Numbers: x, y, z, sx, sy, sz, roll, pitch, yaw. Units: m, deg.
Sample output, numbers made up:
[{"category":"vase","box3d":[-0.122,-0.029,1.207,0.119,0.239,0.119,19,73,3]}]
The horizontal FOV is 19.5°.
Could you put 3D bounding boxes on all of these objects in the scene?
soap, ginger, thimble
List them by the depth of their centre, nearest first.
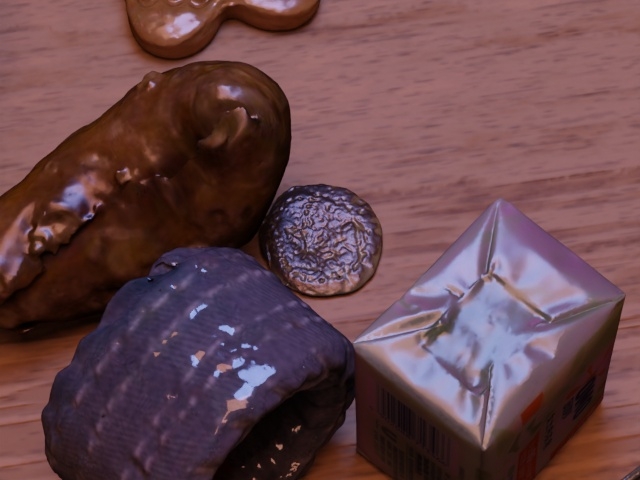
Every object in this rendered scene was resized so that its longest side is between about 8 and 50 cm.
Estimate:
[{"category":"thimble","box3d":[-0.097,0.128,1.470,0.172,0.205,0.236,38,97,24]},{"category":"soap","box3d":[0.131,0.104,1.474,0.138,0.199,0.182,37,68,21]},{"category":"ginger","box3d":[-0.157,-0.028,1.569,0.321,0.172,0.165,-35,80,6]}]

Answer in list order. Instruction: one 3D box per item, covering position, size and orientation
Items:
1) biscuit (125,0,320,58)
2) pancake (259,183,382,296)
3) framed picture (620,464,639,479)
[{"category":"biscuit","box3d":[-0.127,-0.338,1.793,0.275,0.052,0.355,-12,64,-6]},{"category":"pancake","box3d":[0.000,-0.001,1.634,0.114,0.011,0.115,0,62,1]},{"category":"framed picture","box3d":[0.322,0.257,1.493,0.150,0.015,0.203,-35,68,-16]}]
